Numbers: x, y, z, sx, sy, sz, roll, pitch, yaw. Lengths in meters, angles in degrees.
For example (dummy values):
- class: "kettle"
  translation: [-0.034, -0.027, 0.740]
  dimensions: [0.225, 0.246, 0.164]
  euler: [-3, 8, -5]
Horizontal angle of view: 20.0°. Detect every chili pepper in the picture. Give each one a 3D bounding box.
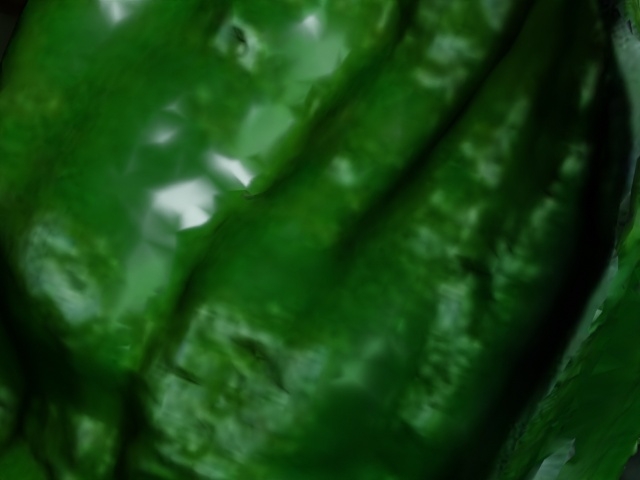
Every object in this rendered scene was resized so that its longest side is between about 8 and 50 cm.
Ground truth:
- class: "chili pepper"
  translation: [0.009, 0.001, 0.513]
  dimensions: [0.167, 0.213, 0.385]
  euler: [-6, 114, -64]

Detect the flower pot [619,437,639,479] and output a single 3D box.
- class: "flower pot"
  translation: [0.149, 0.154, 0.602]
  dimensions: [0.243, 0.157, 0.189]
  euler: [-51, 123, -13]
